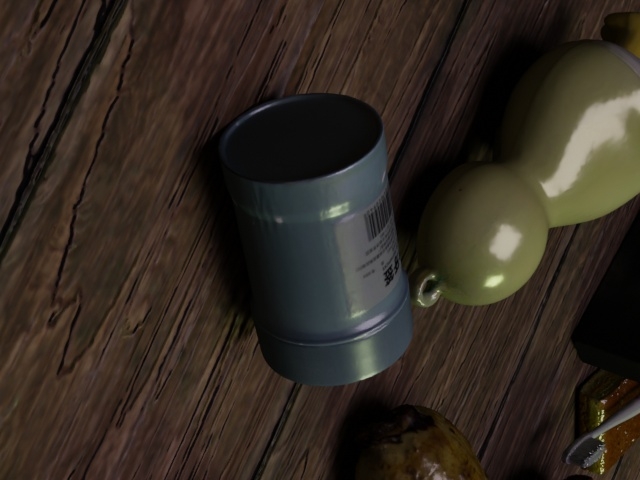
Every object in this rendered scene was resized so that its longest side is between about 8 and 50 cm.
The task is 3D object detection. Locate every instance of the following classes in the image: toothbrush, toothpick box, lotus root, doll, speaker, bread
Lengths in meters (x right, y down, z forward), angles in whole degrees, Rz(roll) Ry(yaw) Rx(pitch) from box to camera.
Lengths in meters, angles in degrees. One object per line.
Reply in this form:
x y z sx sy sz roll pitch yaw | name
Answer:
0.312 0.148 1.427 0.286 0.025 0.020 -28 129 -44 | toothbrush
0.000 0.000 0.918 0.101 0.101 0.153 -41 136 -37 | toothpick box
0.086 0.223 1.155 0.110 0.097 0.258 -50 144 -32 | lotus root
0.161 -0.054 1.122 0.296 0.117 0.141 -37 133 -19 | doll
0.320 0.024 1.391 0.218 0.082 0.044 -58 144 -16 | speaker
0.281 0.164 1.447 0.090 0.035 0.094 -36 133 -39 | bread

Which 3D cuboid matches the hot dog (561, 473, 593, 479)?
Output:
0.223 0.323 1.380 0.175 0.114 0.259 -58 146 -26 | hot dog
